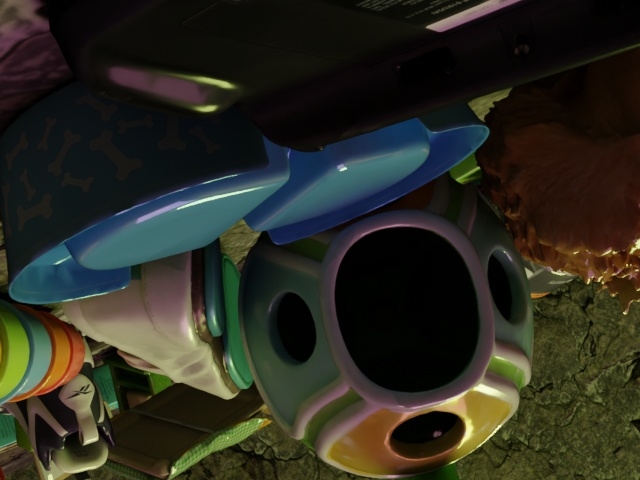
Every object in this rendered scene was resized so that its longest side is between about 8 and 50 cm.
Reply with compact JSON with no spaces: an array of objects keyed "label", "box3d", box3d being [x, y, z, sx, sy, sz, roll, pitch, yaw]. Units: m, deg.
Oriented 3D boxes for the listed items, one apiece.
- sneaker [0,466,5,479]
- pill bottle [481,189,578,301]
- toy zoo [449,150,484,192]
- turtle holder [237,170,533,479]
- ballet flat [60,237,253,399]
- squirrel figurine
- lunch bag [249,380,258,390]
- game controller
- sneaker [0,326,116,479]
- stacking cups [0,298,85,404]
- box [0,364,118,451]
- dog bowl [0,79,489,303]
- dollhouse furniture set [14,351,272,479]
[{"label":"sneaker","box3d":[-0.491,0.349,1.342,0.067,0.064,0.175,-23,171,-7]},{"label":"pill bottle","box3d":[0.188,0.019,1.062,0.130,0.131,0.245,-18,166,-31]},{"label":"toy zoo","box3d":[0.136,-0.053,1.072,0.192,0.030,0.293,-15,168,-43]},{"label":"turtle holder","box3d":[0.048,0.089,0.753,0.243,0.321,0.227,13,174,-2]},{"label":"ballet flat","box3d":[-0.133,0.062,0.841,0.139,0.139,0.400,-22,167,-4]},{"label":"squirrel figurine","box3d":[0.323,-0.099,0.708,0.397,0.281,0.370,-20,-174,38]},{"label":"lunch bag","box3d":[0.040,0.104,1.245,0.287,0.169,0.235,-11,177,-35]},{"label":"game controller","box3d":[0.044,-0.092,0.305,0.166,0.067,0.319,14,164,-38]},{"label":"sneaker","box3d":[-0.299,0.200,1.061,0.094,0.153,0.235,-12,166,-43]},{"label":"stacking cups","box3d":[-0.250,0.094,0.744,0.096,0.096,0.316,-23,171,-1]},{"label":"box","box3d":[-0.407,0.253,1.397,0.244,0.060,0.100,-19,170,-24]},{"label":"dog bowl","box3d":[-0.040,-0.047,0.533,0.297,0.074,0.166,-17,169,-39]},{"label":"dollhouse furniture set","box3d":[-0.206,0.261,1.189,0.301,0.151,0.197,7,-156,39]}]
